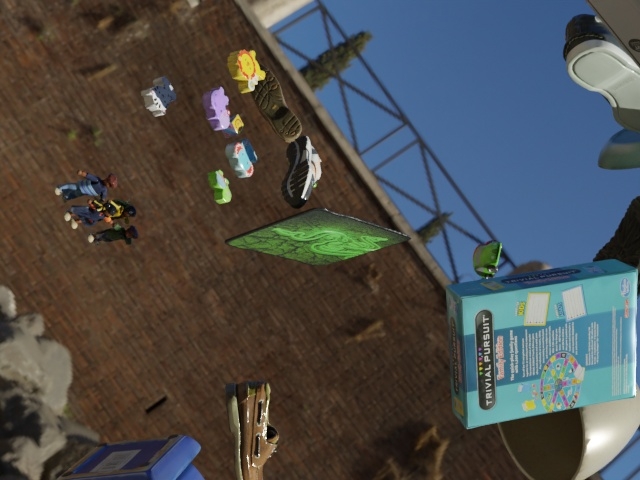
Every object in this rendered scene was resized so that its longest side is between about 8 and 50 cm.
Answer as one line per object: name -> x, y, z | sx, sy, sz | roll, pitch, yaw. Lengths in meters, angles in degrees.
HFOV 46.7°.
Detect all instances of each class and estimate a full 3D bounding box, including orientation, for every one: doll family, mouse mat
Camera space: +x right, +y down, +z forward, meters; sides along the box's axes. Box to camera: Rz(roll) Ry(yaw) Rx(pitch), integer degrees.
doll family -> -0.398, -0.058, 1.360 | 0.193, 0.111, 0.076 | 55, 30, -62
mouse mat -> 0.000, 0.000, 0.888 | 0.189, 0.152, 0.007 | 14, 65, -49

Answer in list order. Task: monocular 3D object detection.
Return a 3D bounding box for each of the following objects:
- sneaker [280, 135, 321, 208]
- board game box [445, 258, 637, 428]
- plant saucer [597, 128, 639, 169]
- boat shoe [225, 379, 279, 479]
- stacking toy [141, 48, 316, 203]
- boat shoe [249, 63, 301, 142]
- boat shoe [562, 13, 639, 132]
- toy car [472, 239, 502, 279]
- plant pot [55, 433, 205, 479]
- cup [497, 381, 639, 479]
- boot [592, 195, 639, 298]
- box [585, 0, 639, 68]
sneaker -> -0.016, -0.073, 0.841 | 0.044, 0.040, 0.109 | 48, 33, -34
board game box -> 0.405, 0.185, 1.356 | 0.079, 0.335, 0.254 | -128, -149, -73
plant saucer -> 0.677, -0.209, 1.391 | 0.044, 0.317, 0.317 | 69, -16, -9
boat shoe -> -0.145, 0.463, 1.682 | 0.111, 0.104, 0.308 | -105, -171, -69
stacking toy -> -0.123, -0.144, 1.014 | 0.166, 0.052, 0.221 | -7, -53, 30
boat shoe -> -0.102, -0.278, 1.528 | 0.178, 0.064, 0.060 | 60, -13, 4
boat shoe -> 0.516, -0.278, 1.247 | 0.114, 0.091, 0.302 | -23, -37, 39
toy car -> 0.344, 0.066, 1.575 | 0.053, 0.239, 0.225 | 12, -25, 11
plant pot -> -0.314, 0.459, 1.240 | 0.236, 0.235, 0.212 | -30, 111, -78
cup -> 0.588, 0.381, 1.702 | 0.331, 0.236, 0.332 | 175, -90, -70
boot -> 0.763, 0.038, 1.610 | 0.348, 0.259, 0.131 | 102, -18, -48
box -> 0.448, -0.312, 0.948 | 0.290, 0.087, 0.169 | 40, -9, -25
